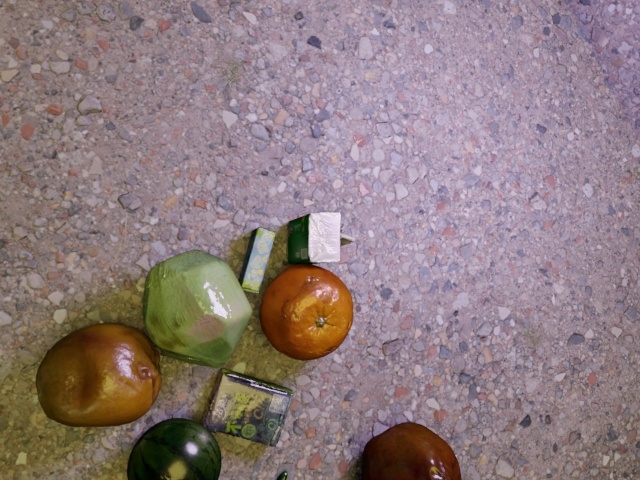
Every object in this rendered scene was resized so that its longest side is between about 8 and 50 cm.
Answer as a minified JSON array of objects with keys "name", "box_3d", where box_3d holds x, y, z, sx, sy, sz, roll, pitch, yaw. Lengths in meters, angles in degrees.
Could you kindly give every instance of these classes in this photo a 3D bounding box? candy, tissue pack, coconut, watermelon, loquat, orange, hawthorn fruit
[{"name":"candy","box_3d":[-0.197,0.061,1.486,0.062,0.097,0.194,17,81,-15]},{"name":"tissue pack","box_3d":[-0.214,0.495,1.455,0.236,0.073,0.173,21,79,-15]},{"name":"coconut","box_3d":[-0.331,0.193,1.326,0.281,0.329,0.328,-25,94,-54]},{"name":"watermelon","box_3d":[-0.384,0.597,1.303,0.243,0.242,0.242,2,85,-18]},{"name":"loquat","box_3d":[-0.559,0.350,1.265,0.284,0.276,0.275,-23,93,0]},{"name":"orange","box_3d":[-0.042,0.212,1.455,0.284,0.226,0.283,-2,94,-25]},{"name":"hawthorn fruit","box_3d":[0.271,0.706,1.478,0.309,0.324,0.307,6,58,-9]},{"name":"tissue pack","box_3d":[0.000,-0.001,1.499,0.156,0.209,0.147,0,85,-21]}]

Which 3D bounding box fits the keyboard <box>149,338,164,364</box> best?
[{"name":"keyboard","box_3d":[-0.507,0.385,1.400,0.061,0.013,0.204,27,78,-14]}]

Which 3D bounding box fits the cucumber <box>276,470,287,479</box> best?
[{"name":"cucumber","box_3d":[-0.150,0.778,1.472,0.033,0.036,0.184,41,73,-19]}]
